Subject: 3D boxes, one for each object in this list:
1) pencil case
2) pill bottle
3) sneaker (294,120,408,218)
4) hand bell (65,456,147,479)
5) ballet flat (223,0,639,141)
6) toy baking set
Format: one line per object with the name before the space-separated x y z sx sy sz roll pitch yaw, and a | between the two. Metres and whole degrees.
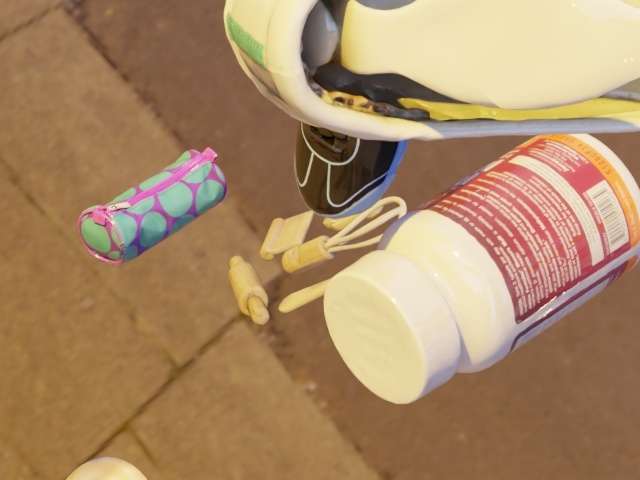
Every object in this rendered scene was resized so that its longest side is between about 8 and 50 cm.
pencil case | -0.166 -0.034 1.809 0.064 0.070 0.151 37 51 25
pill bottle | 0.116 0.017 1.262 0.221 0.121 0.121 -30 85 -31
sneaker | 0.014 -0.110 1.136 0.081 0.232 0.090 28 31 25
hand bell | -0.235 0.214 1.240 0.242 0.126 0.126 6 58 -49
ballet flat | 0.161 -0.089 0.701 0.400 0.139 0.139 -5 56 1
toy baking set | -0.006 0.004 1.750 0.030 0.197 0.256 50 8 -21
